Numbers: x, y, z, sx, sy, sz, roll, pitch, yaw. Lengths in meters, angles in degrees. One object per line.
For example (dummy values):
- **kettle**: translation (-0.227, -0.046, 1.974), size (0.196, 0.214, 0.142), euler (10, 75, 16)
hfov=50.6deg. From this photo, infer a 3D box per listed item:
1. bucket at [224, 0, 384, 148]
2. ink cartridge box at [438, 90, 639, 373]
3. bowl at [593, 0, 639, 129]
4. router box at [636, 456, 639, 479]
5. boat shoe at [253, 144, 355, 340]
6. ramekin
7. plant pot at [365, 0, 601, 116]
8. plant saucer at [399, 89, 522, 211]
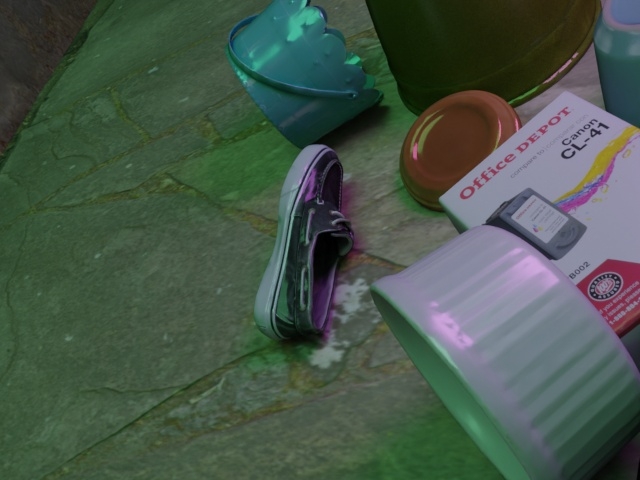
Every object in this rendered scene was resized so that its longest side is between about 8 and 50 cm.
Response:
- **bucket**: translation (-0.032, -0.317, 1.242), size (0.183, 0.281, 0.281), euler (-36, 40, 13)
- **ink cartridge box**: translation (0.316, -0.010, 0.780), size (0.226, 0.131, 0.306), euler (-40, 41, 3)
- **bowl**: translation (0.459, -0.259, 0.807), size (0.312, 0.163, 0.311), euler (-36, 28, 23)
- **router box**: translation (0.379, 0.177, 0.509), size (0.243, 0.081, 0.308), euler (18, 63, 10)
- **boat shoe**: translation (0.000, 0.000, 1.058), size (0.119, 0.121, 0.335), euler (0, 66, 30)
- **ramekin**: translation (0.183, 0.117, 0.672), size (0.135, 0.277, 0.277), euler (-37, 39, -4)
- **plant pot**: translation (0.212, -0.444, 1.077), size (0.367, 0.353, 0.366), euler (-22, 44, 22)
- **plant saucer**: translation (0.203, -0.142, 1.023), size (0.200, 0.037, 0.199), euler (-16, 61, 31)
